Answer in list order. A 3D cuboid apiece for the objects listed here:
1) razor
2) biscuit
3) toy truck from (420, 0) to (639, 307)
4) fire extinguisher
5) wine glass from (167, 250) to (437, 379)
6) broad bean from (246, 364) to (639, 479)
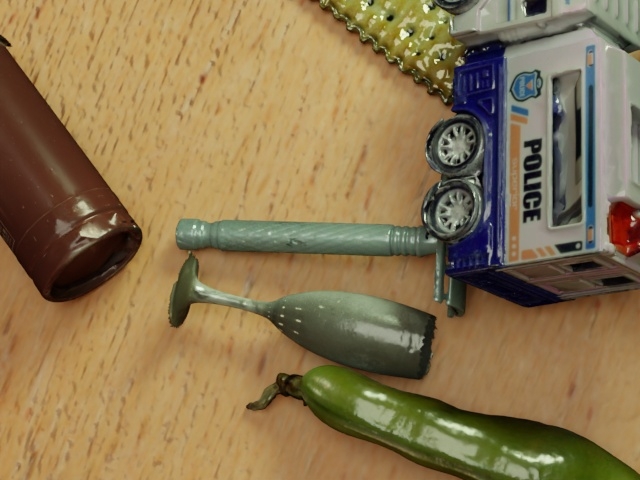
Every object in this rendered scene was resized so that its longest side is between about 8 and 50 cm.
[{"bbox_3d":[0.000,0.000,1.197,0.232,0.068,0.106,1,76,14],"label":"razor"},{"bbox_3d":[0.069,-0.221,1.256,0.203,0.016,0.144,38,85,16],"label":"biscuit"},{"bbox_3d":[0.171,-0.097,1.125,0.155,0.124,0.268,-9,71,37],"label":"toy truck"},{"bbox_3d":[-0.253,-0.083,1.229,0.105,0.105,0.269,-37,74,-1],"label":"fire extinguisher"},{"bbox_3d":[-0.012,0.060,1.179,0.198,0.066,0.066,13,79,12],"label":"wine glass"},{"bbox_3d":[0.098,0.144,1.136,0.325,0.075,0.067,19,83,12],"label":"broad bean"}]
